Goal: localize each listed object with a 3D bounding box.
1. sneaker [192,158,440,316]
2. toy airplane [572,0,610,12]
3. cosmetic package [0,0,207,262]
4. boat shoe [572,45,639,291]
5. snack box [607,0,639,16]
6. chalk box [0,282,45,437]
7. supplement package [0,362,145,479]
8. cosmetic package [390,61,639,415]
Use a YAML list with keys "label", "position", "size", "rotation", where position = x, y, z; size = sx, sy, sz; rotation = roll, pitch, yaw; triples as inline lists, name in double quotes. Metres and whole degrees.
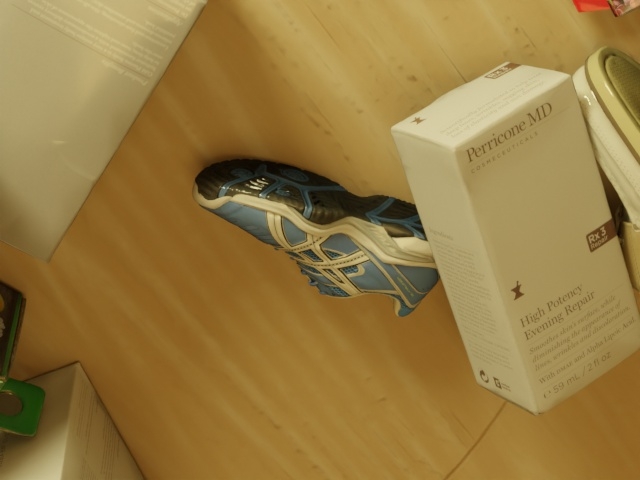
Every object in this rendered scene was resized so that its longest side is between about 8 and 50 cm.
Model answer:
- label: "sneaker"
  position: [0.000, 0.000, 1.162]
  size: [0.211, 0.080, 0.081]
  rotation: [19, 113, -13]
- label: "toy airplane"
  position: [0.258, -0.170, 1.112]
  size: [0.151, 0.028, 0.151]
  rotation: [-1, 109, -3]
- label: "cosmetic package"
  position: [-0.187, -0.117, 1.077]
  size: [0.127, 0.107, 0.238]
  rotation: [30, 115, -17]
- label: "boat shoe"
  position: [0.268, -0.004, 1.157]
  size: [0.103, 0.113, 0.302]
  rotation: [-31, 103, 35]
- label: "snack box"
  position: [0.249, -0.230, 1.064]
  size: [0.141, 0.037, 0.100]
  rotation: [-26, 93, 9]
- label: "chalk box"
  position: [-0.311, 0.092, 1.160]
  size: [0.213, 0.132, 0.132]
  rotation: [32, 111, -17]
- label: "supplement package"
  position: [-0.220, 0.248, 1.213]
  size: [0.149, 0.194, 0.203]
  rotation: [-20, 117, 8]
- label: "cosmetic package"
  position: [0.149, -0.002, 1.132]
  size: [0.117, 0.085, 0.231]
  rotation: [-32, 118, -21]
